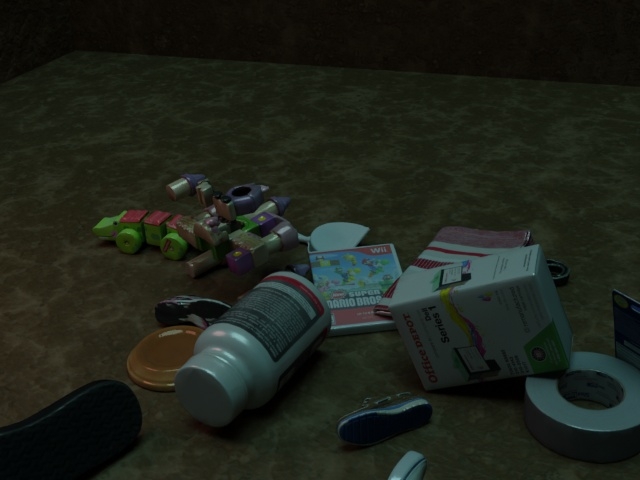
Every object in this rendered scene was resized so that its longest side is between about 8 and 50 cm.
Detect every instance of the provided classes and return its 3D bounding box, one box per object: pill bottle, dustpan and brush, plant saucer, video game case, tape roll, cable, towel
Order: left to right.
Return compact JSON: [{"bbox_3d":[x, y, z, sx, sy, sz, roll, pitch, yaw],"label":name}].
[{"bbox_3d":[-0.293,0.230,1.706,0.200,0.037,0.200,-2,29,1],"label":"plant saucer"},{"bbox_3d":[-0.126,0.204,1.586,0.176,0.176,0.318,12,32,27],"label":"pill bottle"},{"bbox_3d":[0.000,0.000,2.085,0.211,0.060,0.147,20,49,25],"label":"dustpan and brush"},{"bbox_3d":[0.088,0.104,1.873,0.204,0.025,0.285,-6,34,-4],"label":"video game case"},{"bbox_3d":[0.287,0.065,1.808,0.237,0.037,0.329,3,33,38],"label":"towel"},{"bbox_3d":[0.416,0.044,1.925,0.287,0.072,0.139,17,38,34],"label":"cable"},{"bbox_3d":[0.468,0.286,1.472,0.219,0.072,0.219,-4,28,2],"label":"tape roll"}]

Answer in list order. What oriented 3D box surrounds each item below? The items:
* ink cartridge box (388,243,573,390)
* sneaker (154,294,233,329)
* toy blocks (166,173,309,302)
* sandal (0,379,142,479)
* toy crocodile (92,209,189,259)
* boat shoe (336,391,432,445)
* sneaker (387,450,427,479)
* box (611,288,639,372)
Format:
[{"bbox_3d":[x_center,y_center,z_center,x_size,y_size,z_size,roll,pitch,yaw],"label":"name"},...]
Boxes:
[{"bbox_3d":[0.290,0.145,1.532,0.278,0.201,0.117,-15,22,27],"label":"ink cartridge box"},{"bbox_3d":[-0.264,0.144,1.831,0.178,0.072,0.077,8,20,10],"label":"sneaker"},{"bbox_3d":[-0.157,-0.049,1.917,0.260,0.309,0.288,-30,38,-29],"label":"toy blocks"},{"bbox_3d":[-0.506,0.368,1.393,0.445,0.168,0.107,-19,6,-40],"label":"sandal"},{"bbox_3d":[-0.414,-0.030,2.128,0.340,0.105,0.115,6,30,18],"label":"toy crocodile"},{"bbox_3d":[0.104,0.311,1.489,0.183,0.066,0.066,-6,22,-25],"label":"boat shoe"},{"bbox_3d":[0.123,0.428,1.251,0.091,0.094,0.258,17,43,17],"label":"sneaker"},{"bbox_3d":[0.574,0.190,1.473,0.036,0.225,0.136,-29,36,-18],"label":"box"}]
